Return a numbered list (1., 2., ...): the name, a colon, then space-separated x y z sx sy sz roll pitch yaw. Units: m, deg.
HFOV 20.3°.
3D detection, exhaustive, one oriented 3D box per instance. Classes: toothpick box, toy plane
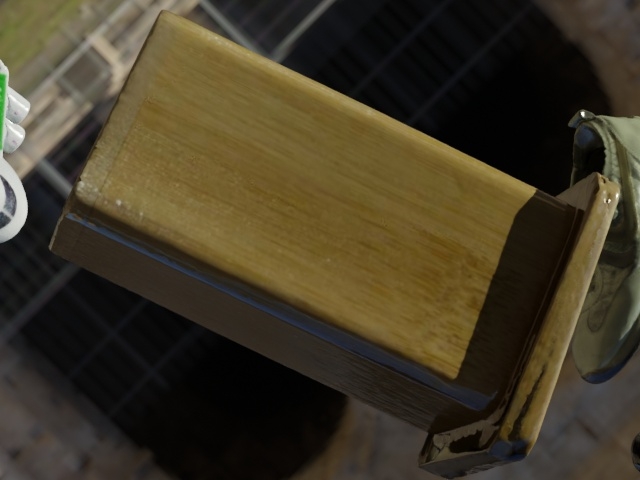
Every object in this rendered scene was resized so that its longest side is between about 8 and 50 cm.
1. toothpick box: 0.000 0.000 1.135 0.190 0.308 0.187 -66 -173 -14
2. toy plane: -0.271 -0.054 1.232 0.174 0.174 0.080 -46 -146 -17

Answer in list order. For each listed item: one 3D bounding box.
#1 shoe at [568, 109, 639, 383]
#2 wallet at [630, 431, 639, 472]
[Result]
1. shoe: 0.269 0.001 1.696 0.103 0.098 0.275 125 -23 -65
2. wallet: 0.370 0.228 1.224 0.318 0.172 0.045 22 -112 40
